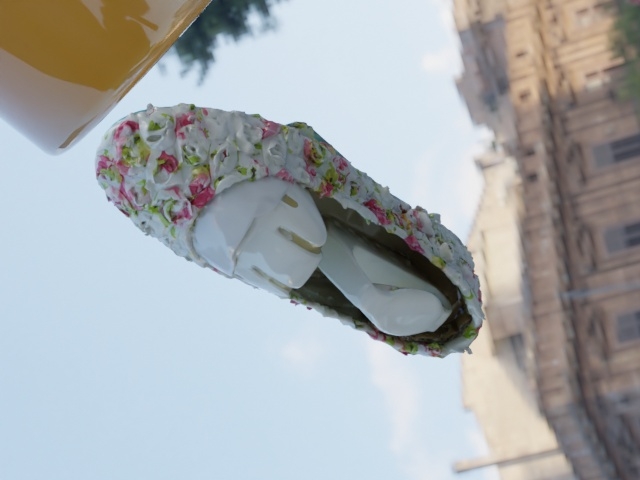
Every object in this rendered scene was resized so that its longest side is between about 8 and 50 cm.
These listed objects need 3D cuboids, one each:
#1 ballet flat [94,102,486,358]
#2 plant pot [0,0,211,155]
[{"bbox_3d":[0.000,0.000,0.719,0.241,0.091,0.077,20,-154,-37],"label":"ballet flat"},{"bbox_3d":[-0.090,-0.162,0.427,0.188,0.205,0.205,39,-151,-14],"label":"plant pot"}]
